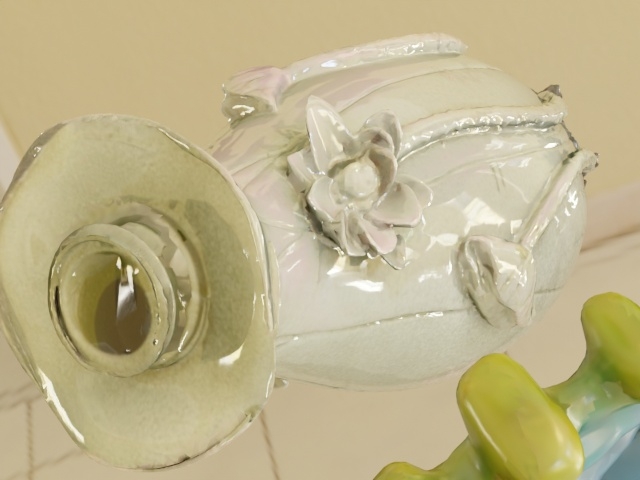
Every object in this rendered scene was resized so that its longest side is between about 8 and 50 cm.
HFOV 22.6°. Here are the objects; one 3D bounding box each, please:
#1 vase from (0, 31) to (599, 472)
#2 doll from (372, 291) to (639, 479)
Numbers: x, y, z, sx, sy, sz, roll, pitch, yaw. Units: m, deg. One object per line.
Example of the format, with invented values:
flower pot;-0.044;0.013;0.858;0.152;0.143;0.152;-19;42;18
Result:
vase;0.000;0.000;0.989;0.249;0.250;0.445;3;10;30
doll;0.076;0.111;0.472;0.341;0.346;0.099;-28;52;-13
